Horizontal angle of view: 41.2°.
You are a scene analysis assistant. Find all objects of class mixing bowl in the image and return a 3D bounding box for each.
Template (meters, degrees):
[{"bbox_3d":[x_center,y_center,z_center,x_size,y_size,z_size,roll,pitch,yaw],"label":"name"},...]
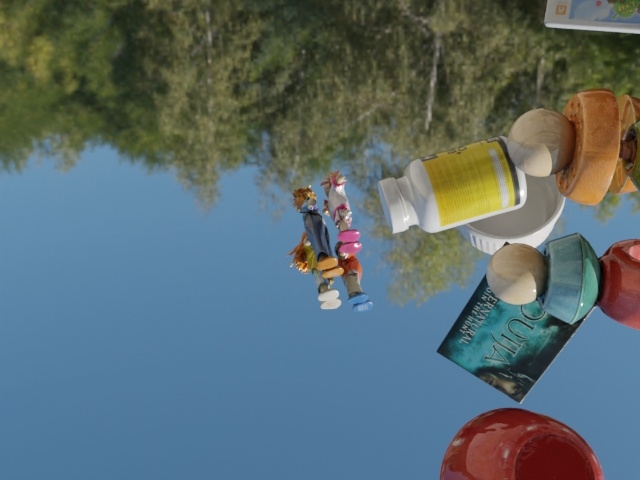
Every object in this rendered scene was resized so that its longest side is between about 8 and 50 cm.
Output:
[{"bbox_3d":[0.226,0.254,0.888,0.181,0.098,0.182,4,-114,-9],"label":"mixing bowl"}]

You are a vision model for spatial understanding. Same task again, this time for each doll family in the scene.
[{"bbox_3d":[0.000,0.000,1.364,0.118,0.263,0.163,-14,-129,-3],"label":"doll family"}]

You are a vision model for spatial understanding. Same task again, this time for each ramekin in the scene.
[{"bbox_3d":[0.339,-0.069,1.556,0.207,0.109,0.207,-5,-117,9],"label":"ramekin"}]

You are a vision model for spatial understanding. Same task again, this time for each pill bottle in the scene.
[{"bbox_3d":[0.175,-0.070,1.146,0.184,0.103,0.103,-16,-155,-1],"label":"pill bottle"}]

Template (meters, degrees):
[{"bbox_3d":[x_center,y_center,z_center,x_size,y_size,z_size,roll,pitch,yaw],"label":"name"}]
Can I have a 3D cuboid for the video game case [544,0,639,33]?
[{"bbox_3d":[0.393,-0.349,1.029,0.212,0.194,0.023,10,-175,23],"label":"video game case"}]

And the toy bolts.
[{"bbox_3d":[0.243,-0.038,0.819,0.158,0.229,0.218,4,-163,2],"label":"toy bolts"}]

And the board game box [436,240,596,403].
[{"bbox_3d":[0.235,0.104,1.034,0.126,0.186,0.026,31,-141,10],"label":"board game box"}]
